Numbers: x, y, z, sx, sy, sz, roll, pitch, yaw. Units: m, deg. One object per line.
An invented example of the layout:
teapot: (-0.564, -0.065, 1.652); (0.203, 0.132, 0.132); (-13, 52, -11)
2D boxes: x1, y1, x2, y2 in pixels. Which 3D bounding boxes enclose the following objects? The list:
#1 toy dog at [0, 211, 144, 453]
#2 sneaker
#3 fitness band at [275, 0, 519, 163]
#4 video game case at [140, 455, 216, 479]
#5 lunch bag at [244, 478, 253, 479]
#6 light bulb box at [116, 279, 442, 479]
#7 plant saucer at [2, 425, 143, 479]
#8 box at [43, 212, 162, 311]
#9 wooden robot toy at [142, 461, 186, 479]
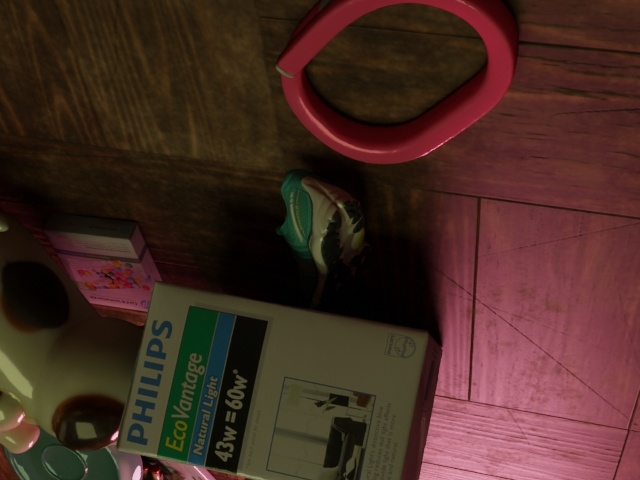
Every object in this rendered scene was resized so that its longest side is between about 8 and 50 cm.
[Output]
toy dog: (-0.401, 0.140, 1.479); (0.408, 0.284, 0.395); (35, 125, 6)
sneaker: (0.000, 0.000, 1.334); (0.110, 0.107, 0.275); (39, 155, 23)
fitness band: (0.077, -0.183, 1.079); (0.209, 0.054, 0.291); (33, 142, -20)
video game case: (-0.330, 0.473, 2.130); (0.173, 0.022, 0.190); (-3, 139, 26)
lunch bag: (-0.014, 0.430, 1.758); (0.169, 0.235, 0.287); (-9, 137, 40)
light bulb box: (-0.035, 0.213, 1.387); (0.361, 0.225, 0.358); (10, 172, 11)
plant saucer: (-0.520, 0.448, 2.067); (0.318, 0.043, 0.317); (7, 120, 13)
box: (-0.326, 0.037, 1.548); (0.145, 0.038, 0.186); (7, 143, 16)
wooden robot toy: (-0.375, 0.516, 2.118); (0.173, 0.079, 0.076); (10, 144, 10)
